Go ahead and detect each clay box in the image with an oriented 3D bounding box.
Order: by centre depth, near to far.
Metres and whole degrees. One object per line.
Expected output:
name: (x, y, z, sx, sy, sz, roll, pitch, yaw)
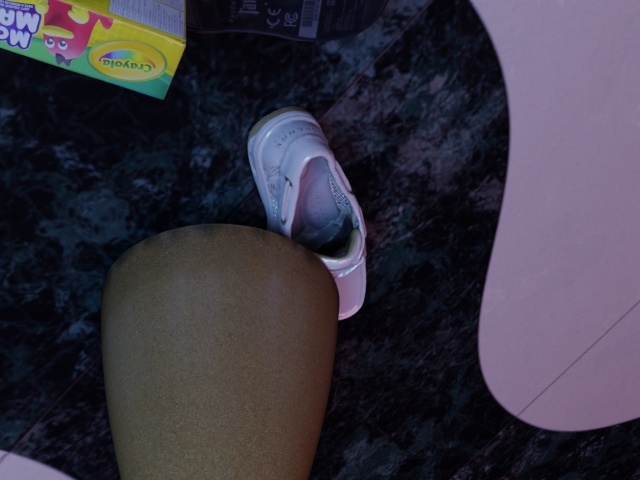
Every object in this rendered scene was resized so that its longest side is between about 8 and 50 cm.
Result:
clay box: (-0.201, -0.177, 0.587, 0.222, 0.127, 0.053, 15, 126, -20)

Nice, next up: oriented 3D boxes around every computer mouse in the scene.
computer mouse: (-0.070, -0.243, 0.690, 0.262, 0.060, 0.184, -6, 133, -12)

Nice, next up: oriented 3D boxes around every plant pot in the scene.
plant pot: (-0.092, 0.157, 0.807, 0.237, 0.254, 0.237, -3, 137, -2)

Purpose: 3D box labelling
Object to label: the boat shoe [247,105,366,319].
boat shoe: (0.000, 0.000, 0.893, 0.098, 0.096, 0.277, -29, 135, -9)
